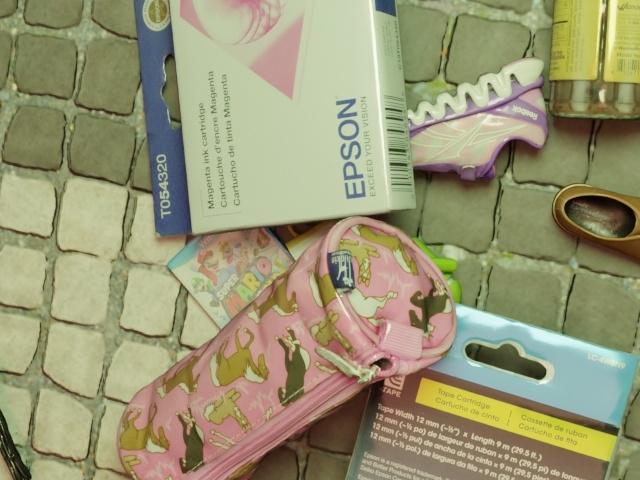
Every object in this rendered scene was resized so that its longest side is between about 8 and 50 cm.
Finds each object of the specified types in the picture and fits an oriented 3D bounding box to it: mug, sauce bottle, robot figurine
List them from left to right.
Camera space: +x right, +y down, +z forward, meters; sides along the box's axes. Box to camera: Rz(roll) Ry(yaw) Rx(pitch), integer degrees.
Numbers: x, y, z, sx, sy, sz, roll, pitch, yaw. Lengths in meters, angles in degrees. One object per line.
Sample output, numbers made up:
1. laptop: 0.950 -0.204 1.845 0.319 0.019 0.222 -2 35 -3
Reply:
1. mug: 0.001 0.002 1.177 0.064 0.062 0.078 -39 92 5
2. robot figurine: 0.101 0.043 1.151 0.115 0.067 0.101 48 130 5
3. sauce bottle: 0.287 -0.289 1.060 0.111 0.111 0.344 6 96 13

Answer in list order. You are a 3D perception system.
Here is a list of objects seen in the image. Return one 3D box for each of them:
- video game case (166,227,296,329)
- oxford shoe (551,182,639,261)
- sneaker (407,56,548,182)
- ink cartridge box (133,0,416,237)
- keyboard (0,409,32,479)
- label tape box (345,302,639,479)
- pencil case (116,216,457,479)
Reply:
1. video game case: -0.077 0.050 1.220 0.119 0.015 0.166 -42 84 13
2. oxford shoe: 0.336 -0.006 1.090 0.212 0.076 0.076 12 96 10
3. sneaker: 0.132 -0.100 1.125 0.236 0.095 0.105 -22 97 13
4. ink cartridge box: -0.073 -0.173 1.121 0.330 0.071 0.324 -7 89 29
5. keyboard: -0.438 0.248 1.313 0.201 0.033 0.317 -20 91 20
6. label tape box: 0.159 0.244 1.134 0.249 0.115 0.348 16 93 11
7. pencil case: -0.045 0.135 1.092 0.386 0.167 0.160 -39 76 35
